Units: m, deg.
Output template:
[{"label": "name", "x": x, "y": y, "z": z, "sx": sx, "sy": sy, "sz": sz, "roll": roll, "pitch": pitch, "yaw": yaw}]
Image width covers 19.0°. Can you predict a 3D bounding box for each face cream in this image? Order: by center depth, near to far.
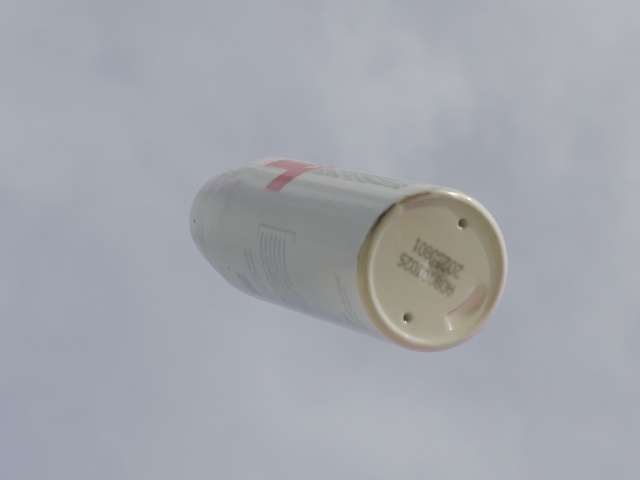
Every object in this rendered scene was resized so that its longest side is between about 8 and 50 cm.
[{"label": "face cream", "x": 0.000, "y": 0.000, "z": 1.240, "sx": 0.102, "sy": 0.345, "sz": 0.102, "roll": -3, "pitch": -82, "yaw": -23}]
